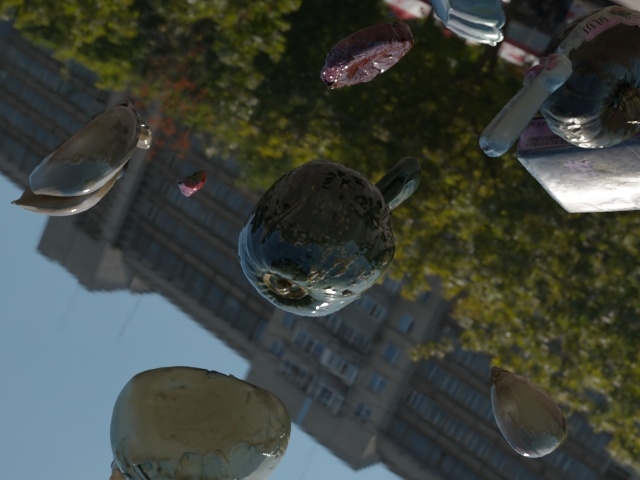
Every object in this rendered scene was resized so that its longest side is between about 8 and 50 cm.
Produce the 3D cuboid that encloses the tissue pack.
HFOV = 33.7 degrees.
[{"bbox_3d":[0.600,-0.157,2.085,0.361,0.122,0.259,-2,149,42],"label":"tissue pack"}]

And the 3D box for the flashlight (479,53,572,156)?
[{"bbox_3d":[0.308,-0.208,1.607,0.047,0.200,0.093,44,164,-14],"label":"flashlight"}]

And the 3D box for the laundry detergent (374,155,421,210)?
[{"bbox_3d":[0.138,-0.102,2.397,0.211,0.137,0.063,-37,-109,-27],"label":"laundry detergent"}]

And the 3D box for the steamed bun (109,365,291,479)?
[{"bbox_3d":[-0.230,0.394,1.995,0.334,0.233,0.312,8,152,7],"label":"steamed bun"}]

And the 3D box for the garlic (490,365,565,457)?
[{"bbox_3d":[0.420,0.346,2.135,0.128,0.115,0.206,-35,-89,-47],"label":"garlic"}]

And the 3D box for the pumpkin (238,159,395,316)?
[{"bbox_3d":[0.000,0.000,2.048,0.292,0.257,0.328,33,153,-16],"label":"pumpkin"}]

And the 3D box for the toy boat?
[{"bbox_3d":[0.281,-0.526,2.177,0.199,0.100,0.290,99,151,-72],"label":"toy boat"}]

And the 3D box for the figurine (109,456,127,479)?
[{"bbox_3d":[-0.423,0.538,2.430,0.127,0.155,0.235,-8,-165,0],"label":"figurine"}]

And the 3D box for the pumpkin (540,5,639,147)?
[{"bbox_3d":[0.506,-0.270,1.834,0.260,0.260,0.189,16,-148,-33],"label":"pumpkin"}]

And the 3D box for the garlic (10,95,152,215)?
[{"bbox_3d":[-0.463,-0.163,2.134,0.132,0.325,0.279,41,152,-4],"label":"garlic"}]

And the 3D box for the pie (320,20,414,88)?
[{"bbox_3d":[0.069,-0.271,1.557,0.153,0.154,0.038,-1,-117,-59],"label":"pie"}]

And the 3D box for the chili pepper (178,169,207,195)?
[{"bbox_3d":[-0.226,-0.094,1.833,0.027,0.045,0.178,61,163,-3],"label":"chili pepper"}]

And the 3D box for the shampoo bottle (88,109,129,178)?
[{"bbox_3d":[-0.486,-0.201,2.410,0.101,0.101,0.284,20,-156,-20],"label":"shampoo bottle"}]
